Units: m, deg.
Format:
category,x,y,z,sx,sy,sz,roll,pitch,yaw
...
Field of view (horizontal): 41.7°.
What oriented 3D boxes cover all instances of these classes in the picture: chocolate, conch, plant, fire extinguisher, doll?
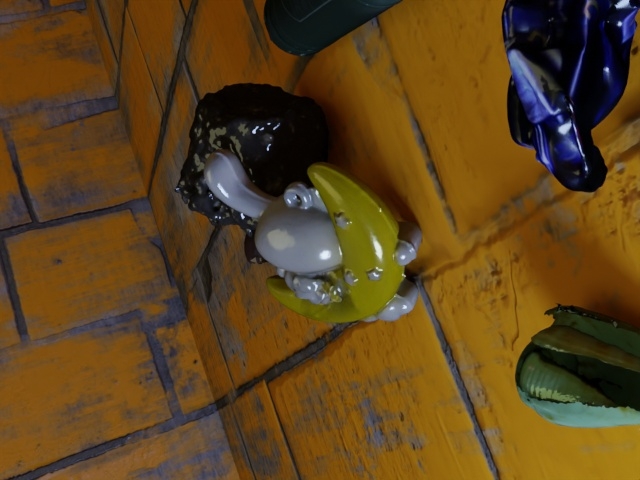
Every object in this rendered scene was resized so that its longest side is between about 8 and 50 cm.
category,x,y,z,sx,sy,sz,roll,pitch,yaw
chocolate,0.155,-0.202,0.562,0.148,0.126,0.343,-31,-75,-70
conch,0.225,0.099,0.660,0.170,0.079,0.106,-3,108,54
plant,-0.086,-0.091,1.133,0.178,0.204,0.234,23,125,25
fire extinguisher,0.026,-0.260,0.850,0.095,0.114,0.311,40,165,-16
doll,0.000,0.000,0.997,0.252,0.111,0.237,9,137,28
